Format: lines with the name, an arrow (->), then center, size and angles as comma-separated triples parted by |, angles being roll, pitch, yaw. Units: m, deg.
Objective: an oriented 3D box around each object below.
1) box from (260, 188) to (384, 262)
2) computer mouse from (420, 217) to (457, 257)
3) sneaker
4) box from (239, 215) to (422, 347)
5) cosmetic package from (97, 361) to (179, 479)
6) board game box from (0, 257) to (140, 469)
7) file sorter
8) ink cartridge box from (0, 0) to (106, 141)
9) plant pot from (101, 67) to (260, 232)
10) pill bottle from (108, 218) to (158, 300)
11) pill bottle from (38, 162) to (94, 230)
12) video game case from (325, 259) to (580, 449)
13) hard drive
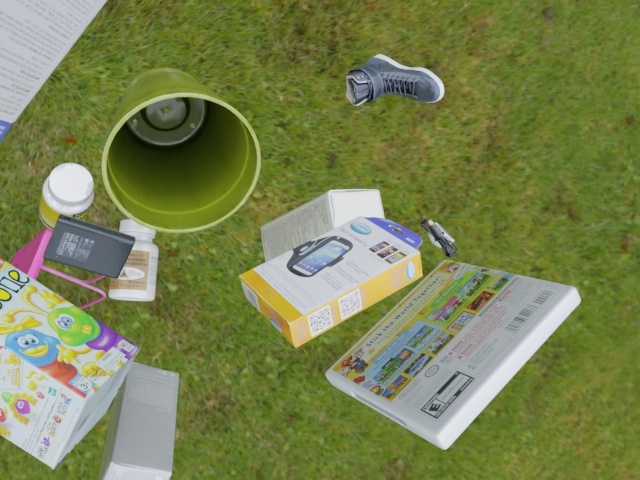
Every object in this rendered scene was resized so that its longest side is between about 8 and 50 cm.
box -> 0.000, 0.000, 1.358 | 0.121, 0.311, 0.148 | -5, 82, -31
computer mouse -> 0.281, -0.006, 1.541 | 0.042, 0.193, 0.106 | -46, 80, 10
sneaker -> 0.163, -0.360, 1.540 | 0.163, 0.226, 0.086 | -35, 140, -35
box -> 0.015, 0.025, 0.513 | 0.136, 0.081, 0.028 | -25, 125, -23
cosmetic package -> -0.304, 0.331, 1.086 | 0.107, 0.238, 0.127 | 19, 113, -15
board game box -> -0.421, 0.155, 0.899 | 0.275, 0.142, 0.144 | 33, 114, 1
file sorter -> -0.590, 0.163, 1.397 | 0.182, 0.202, 0.291 | 29, 57, -32
ink cartridge box -> -0.212, -0.191, 0.437 | 0.065, 0.186, 0.311 | 37, 94, 3
plant pot -> -0.372, -0.265, 1.652 | 0.366, 0.353, 0.366 | -11, 127, -15
pill bottle -> -0.544, 0.059, 1.907 | 0.131, 0.131, 0.229 | 7, 79, -25
pill bottle -> -0.624, -0.104, 1.600 | 0.119, 0.208, 0.119 | 9, 69, -24
video game case -> 0.142, 0.112, 0.736 | 0.227, 0.206, 0.026 | -40, 115, -20
hard drive -> -0.411, 0.013, 1.159 | 0.135, 0.022, 0.094 | 20, 120, -25
